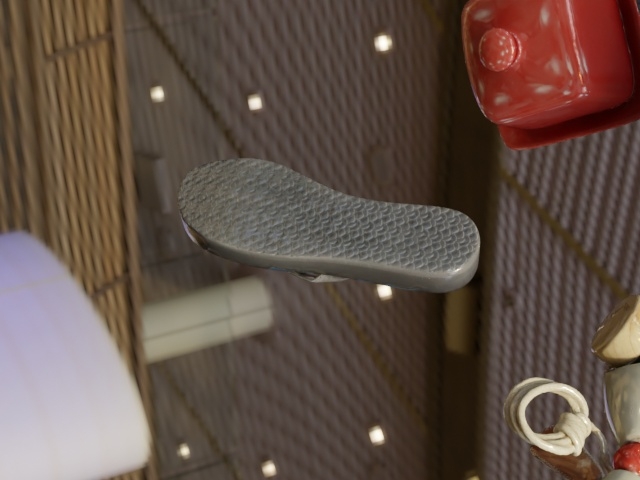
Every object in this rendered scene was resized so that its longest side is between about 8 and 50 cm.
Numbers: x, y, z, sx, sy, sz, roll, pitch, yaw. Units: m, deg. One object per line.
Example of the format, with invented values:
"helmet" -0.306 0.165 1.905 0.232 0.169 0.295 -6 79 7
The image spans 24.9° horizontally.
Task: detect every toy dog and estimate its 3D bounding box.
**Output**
"toy dog" 0.316 0.212 1.542 0.220 0.334 0.161 50 -38 11

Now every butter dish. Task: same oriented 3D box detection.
"butter dish" 0.174 -0.159 1.195 0.160 0.118 0.159 -13 -90 42

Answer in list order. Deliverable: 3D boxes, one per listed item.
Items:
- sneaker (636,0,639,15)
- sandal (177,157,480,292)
"sneaker" 0.327 -0.266 1.733 0.319 0.112 0.131 -78 177 -50
"sandal" 0.000 0.001 1.172 0.255 0.097 0.054 15 -37 13
